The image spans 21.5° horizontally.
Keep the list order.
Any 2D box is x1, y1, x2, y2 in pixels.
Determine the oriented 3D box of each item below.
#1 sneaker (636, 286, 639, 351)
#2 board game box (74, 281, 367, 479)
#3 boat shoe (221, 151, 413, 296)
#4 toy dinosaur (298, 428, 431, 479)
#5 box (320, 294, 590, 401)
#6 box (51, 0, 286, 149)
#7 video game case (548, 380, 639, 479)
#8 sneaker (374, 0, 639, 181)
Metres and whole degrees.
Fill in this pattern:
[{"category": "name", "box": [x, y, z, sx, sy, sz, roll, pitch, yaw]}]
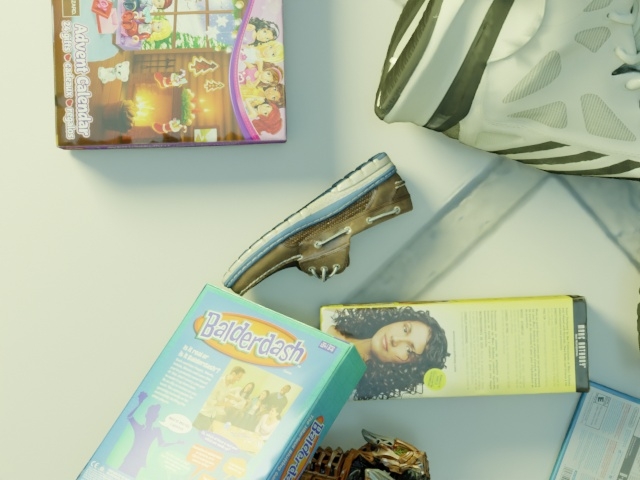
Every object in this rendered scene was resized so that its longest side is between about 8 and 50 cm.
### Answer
[{"category": "sneaker", "box": [0.410, -0.047, 1.464, 0.182, 0.158, 0.410, 20, 89, -32]}, {"category": "board game box", "box": [-0.082, 0.154, 1.412, 0.160, 0.047, 0.210, 22, 68, 30]}, {"category": "boat shoe", "box": [0.000, 0.000, 1.469, 0.183, 0.066, 0.066, -36, 93, 0]}, {"category": "toy dinosaur", "box": [-0.063, 0.258, 1.450, 0.322, 0.164, 0.218, -18, 66, 28]}, {"category": "box", "box": [0.116, 0.094, 1.476, 0.232, 0.058, 0.087, -3, 91, -1]}, {"category": "box", "box": [-0.133, -0.228, 1.467, 0.200, 0.057, 0.293, -2, 91, -1]}, {"category": "video game case", "box": [0.294, 0.208, 1.501, 0.166, 0.015, 0.119, 21, 90, -1]}, {"category": "sneaker", "box": [0.235, -0.203, 1.324, 0.257, 0.447, 0.169, 21, 57, -9]}]
